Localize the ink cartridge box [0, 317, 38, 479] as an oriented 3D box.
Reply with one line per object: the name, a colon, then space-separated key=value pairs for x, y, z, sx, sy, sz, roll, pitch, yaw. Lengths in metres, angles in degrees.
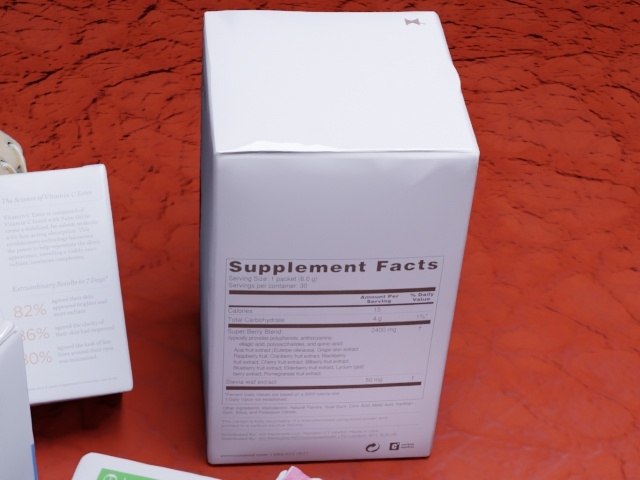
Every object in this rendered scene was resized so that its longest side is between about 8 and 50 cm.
ink cartridge box: x=-0.338 y=0.115 z=0.918 sx=0.308 sy=0.223 sz=0.129 roll=19 pitch=44 yaw=17

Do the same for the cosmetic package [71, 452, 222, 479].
cosmetic package: x=0.007 y=0.274 z=0.871 sx=0.366 sy=0.155 sz=0.197 roll=9 pitch=39 yaw=7

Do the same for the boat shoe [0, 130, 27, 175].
boat shoe: x=-0.298 y=-0.059 z=1.279 sx=0.098 sy=0.109 sz=0.302 roll=-18 pitch=39 yaw=-23

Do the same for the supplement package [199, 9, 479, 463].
supplement package: x=0.000 y=0.000 z=1.088 sx=0.175 sy=0.293 sz=0.177 roll=-1 pitch=39 yaw=-6

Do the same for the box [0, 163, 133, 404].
box: x=-0.217 y=0.038 z=1.111 sx=0.130 sy=0.091 sz=0.170 roll=-6 pitch=84 yaw=-13

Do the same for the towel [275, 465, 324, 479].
towel: x=0.055 y=0.193 z=1.000 sx=0.197 sy=0.029 sz=0.144 roll=12 pitch=0 yaw=7
